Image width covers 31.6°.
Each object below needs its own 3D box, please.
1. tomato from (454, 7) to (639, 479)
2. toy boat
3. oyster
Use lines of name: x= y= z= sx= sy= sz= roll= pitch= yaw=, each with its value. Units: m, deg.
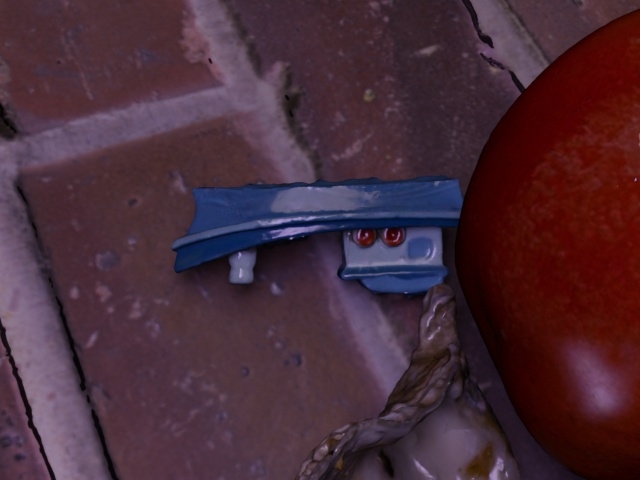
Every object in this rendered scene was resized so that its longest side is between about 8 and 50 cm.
tomato: x=0.243 y=0.007 z=0.785 sx=0.289 sy=0.325 sz=0.293 roll=-22 pitch=74 yaw=-2
toy boat: x=0.000 y=0.000 z=0.903 sx=0.237 sy=0.109 sz=0.098 roll=-2 pitch=93 yaw=-5
oyster: x=0.047 y=0.212 z=0.763 sx=0.204 sy=0.111 sz=0.396 roll=53 pitch=49 yaw=-10
